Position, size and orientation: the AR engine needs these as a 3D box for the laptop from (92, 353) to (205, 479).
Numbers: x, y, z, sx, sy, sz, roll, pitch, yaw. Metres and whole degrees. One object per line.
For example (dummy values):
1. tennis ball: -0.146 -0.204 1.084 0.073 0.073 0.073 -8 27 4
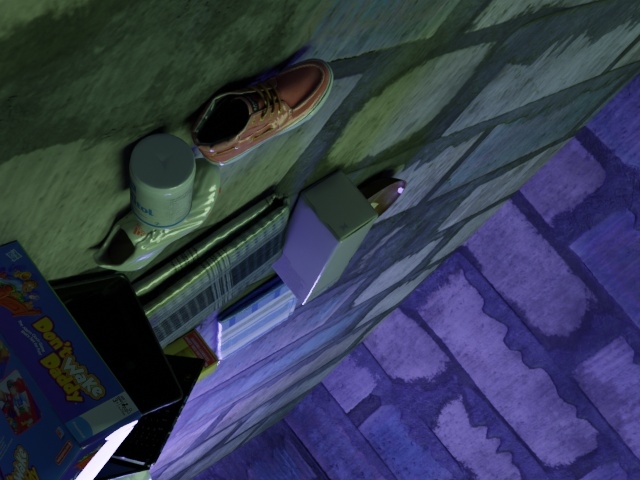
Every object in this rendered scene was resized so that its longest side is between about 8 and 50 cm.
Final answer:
1. laptop: -0.333 0.244 1.334 0.234 0.136 0.264 0 -125 42

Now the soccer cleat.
1. soccer cleat: -0.193 -0.024 1.121 0.196 0.068 0.076 -42 165 27

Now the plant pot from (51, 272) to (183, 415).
1. plant pot: -0.323 0.170 1.205 0.167 0.187 0.188 -30 172 25

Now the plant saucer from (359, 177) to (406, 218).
1. plant saucer: 0.080 -0.062 1.825 0.198 0.036 0.198 -37 168 -9

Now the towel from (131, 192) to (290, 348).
1. towel: -0.188 0.063 1.509 0.324 0.056 0.312 -38 171 -13

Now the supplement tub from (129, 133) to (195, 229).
1. supplement tub: -0.173 -0.062 1.026 0.071 0.071 0.107 -34 166 -21

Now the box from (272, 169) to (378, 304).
1. box: 0.000 0.000 1.650 0.094 0.113 0.275 -33 167 -27

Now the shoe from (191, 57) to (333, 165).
1. shoe: -0.063 -0.149 1.047 0.178 0.063 0.081 -35 173 1

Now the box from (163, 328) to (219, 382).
1. box: -0.307 0.263 1.762 0.232 0.087 0.058 -29 164 -33

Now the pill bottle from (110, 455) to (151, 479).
1. pill bottle: -0.507 0.534 1.976 0.278 0.162 0.162 -34 167 -22

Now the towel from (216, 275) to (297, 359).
1. towel: -0.136 0.157 1.995 0.209 0.034 0.285 -33 164 -17

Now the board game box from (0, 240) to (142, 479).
1. board game box: -0.353 0.197 1.053 0.078 0.233 0.347 -26 162 -45
